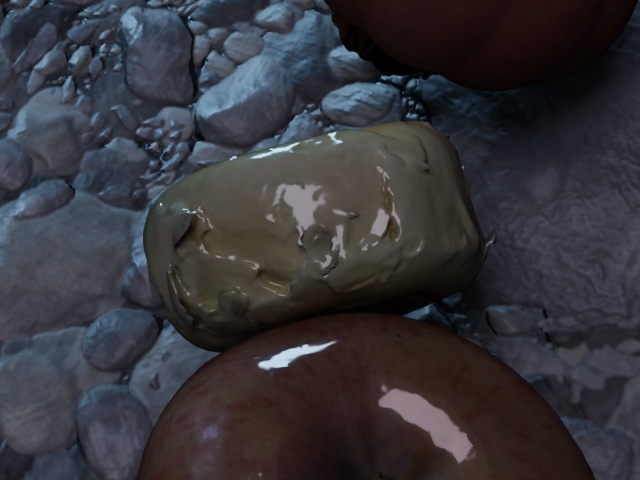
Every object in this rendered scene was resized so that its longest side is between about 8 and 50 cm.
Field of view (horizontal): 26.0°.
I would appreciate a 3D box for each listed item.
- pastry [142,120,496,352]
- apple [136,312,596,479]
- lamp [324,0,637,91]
[{"bbox_3d":[-0.002,0.000,1.020,0.264,0.265,0.133,-16,78,7],"label":"pastry"},{"bbox_3d":[0.031,0.205,0.883,0.344,0.269,0.345,-7,60,12],"label":"apple"},{"bbox_3d":[0.109,-0.243,1.121,0.305,0.239,0.305,18,43,-18],"label":"lamp"}]
